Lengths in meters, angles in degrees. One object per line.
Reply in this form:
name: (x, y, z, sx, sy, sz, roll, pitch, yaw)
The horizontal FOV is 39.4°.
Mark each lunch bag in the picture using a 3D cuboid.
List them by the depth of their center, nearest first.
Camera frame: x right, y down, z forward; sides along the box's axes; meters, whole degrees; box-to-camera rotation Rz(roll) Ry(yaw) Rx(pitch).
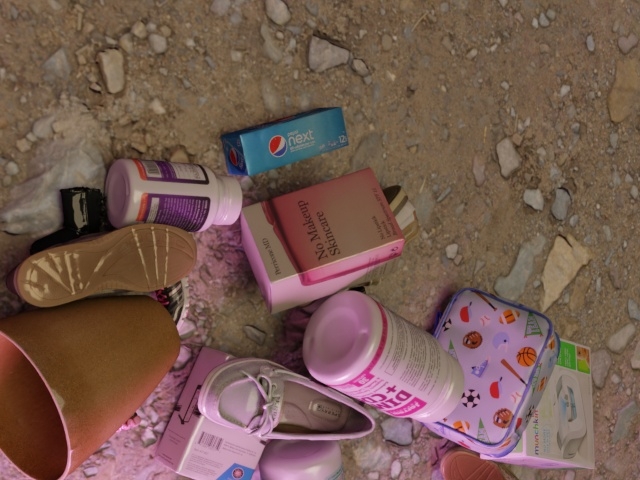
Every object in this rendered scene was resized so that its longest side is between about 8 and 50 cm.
lunch bag: (0.312, 0.245, 1.732, 0.303, 0.243, 0.115, -62, 148, -14)

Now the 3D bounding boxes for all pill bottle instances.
pill bottle: (-0.223, -0.067, 1.377, 0.193, 0.108, 0.108, 2, 95, -35)
pill bottle: (0.116, 0.208, 1.526, 0.283, 0.160, 0.160, 32, 77, -40)
pill bottle: (-0.023, 0.484, 1.568, 0.146, 0.146, 0.264, -15, 104, -33)

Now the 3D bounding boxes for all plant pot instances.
plant pot: (-0.334, 0.180, 1.281, 0.254, 0.237, 0.237, -29, 113, -46)

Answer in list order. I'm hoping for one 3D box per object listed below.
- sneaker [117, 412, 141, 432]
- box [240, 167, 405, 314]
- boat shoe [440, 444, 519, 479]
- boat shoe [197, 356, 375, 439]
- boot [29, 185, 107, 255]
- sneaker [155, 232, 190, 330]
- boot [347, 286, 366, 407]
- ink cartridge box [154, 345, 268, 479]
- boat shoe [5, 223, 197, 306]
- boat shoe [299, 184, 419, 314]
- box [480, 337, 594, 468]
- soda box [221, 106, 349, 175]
sneaker: (-0.338, 0.276, 1.383, 0.119, 0.047, 0.057, -16, 99, -41)
box: (0.000, 0.000, 1.459, 0.232, 0.127, 0.148, -19, 66, -12)
boat shoe: (0.344, 0.502, 1.882, 0.104, 0.089, 0.285, -46, 120, 8)
boat shoe: (-0.050, 0.266, 1.440, 0.320, 0.103, 0.118, 22, 83, -39)
boot: (-0.371, -0.028, 1.315, 0.121, 0.045, 0.099, -6, 101, -41)
sneaker: (-0.248, 0.064, 1.406, 0.075, 0.063, 0.170, 5, 88, -36)
boot: (0.034, 0.211, 1.625, 0.161, 0.083, 0.246, 52, 59, -23)
ink cartridge box: (-0.161, 0.297, 1.481, 0.148, 0.086, 0.203, 31, 76, -35)
boat shoe: (-0.314, 0.032, 1.290, 0.285, 0.092, 0.103, -15, 104, -40)
boat shoe: (0.078, 0.034, 1.603, 0.302, 0.113, 0.103, -46, 114, -23)
box: (0.447, 0.333, 1.858, 0.231, 0.127, 0.262, 20, 65, -36)
soda box: (-0.057, -0.169, 1.508, 0.210, 0.067, 0.071, -21, 107, -32)
